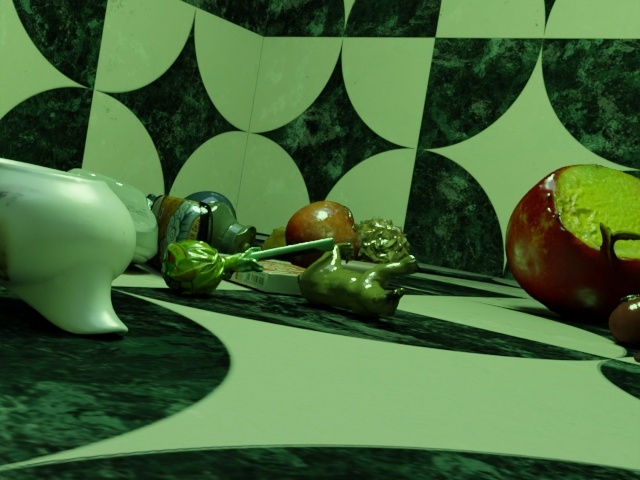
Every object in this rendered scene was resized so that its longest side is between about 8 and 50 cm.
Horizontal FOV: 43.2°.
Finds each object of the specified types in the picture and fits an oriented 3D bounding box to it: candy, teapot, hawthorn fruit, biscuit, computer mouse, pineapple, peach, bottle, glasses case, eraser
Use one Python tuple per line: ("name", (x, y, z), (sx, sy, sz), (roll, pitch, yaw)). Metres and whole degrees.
("candy", (-0.093, 0.026, 1.121), (0.262, 0.073, 0.077), (-9, 27, -30))
("teapot", (-0.189, 0.004, 1.530), (0.119, 0.130, 0.166), (25, -26, 15))
("hawthorn fruit", (0.000, 0.000, 1.761), (0.173, 0.173, 0.173), (9, 2, 0))
("teapot", (-0.284, -0.004, 0.746), (0.298, 0.139, 0.204), (13, 5, 34))
("biscuit", (-0.054, 0.012, 2.217), (0.213, 0.091, 0.274), (7, 0, 6))
("computer mouse", (-0.361, -0.025, 1.301), (0.184, 0.121, 0.297), (22, 13, -25))
("pineapple", (0.127, 0.023, 1.917), (0.166, 0.166, 0.193), (9, -7, -3))
("peach", (0.595, 0.023, 1.770), (0.406, 0.310, 0.335), (-4, 46, -31))
("bottle", (0.071, 0.067, 1.654), (0.140, 0.053, 0.053), (10, 2, -13))
("glasses case", (-0.245, -0.012, 1.367), (0.082, 0.122, 0.321), (9, 1, -22))
("eraser", (-0.083, 0.059, 1.368), (0.157, 0.038, 0.230), (8, 3, -35))

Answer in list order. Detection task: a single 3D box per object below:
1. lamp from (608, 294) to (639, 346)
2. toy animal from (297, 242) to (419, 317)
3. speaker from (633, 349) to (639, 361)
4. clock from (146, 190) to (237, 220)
("lamp", (0.530, 0.135, 1.342), (0.101, 0.090, 0.101), (-14, -24, -6))
("toy animal", (0.050, 0.068, 1.148), (0.218, 0.103, 0.101), (13, 19, 42))
("speaker", (0.594, 0.042, 1.168), (0.198, 0.329, 0.259), (11, -5, 38))
("clock", (-0.305, -0.040, 1.833), (0.243, 0.147, 0.199), (0, 2, -32))
